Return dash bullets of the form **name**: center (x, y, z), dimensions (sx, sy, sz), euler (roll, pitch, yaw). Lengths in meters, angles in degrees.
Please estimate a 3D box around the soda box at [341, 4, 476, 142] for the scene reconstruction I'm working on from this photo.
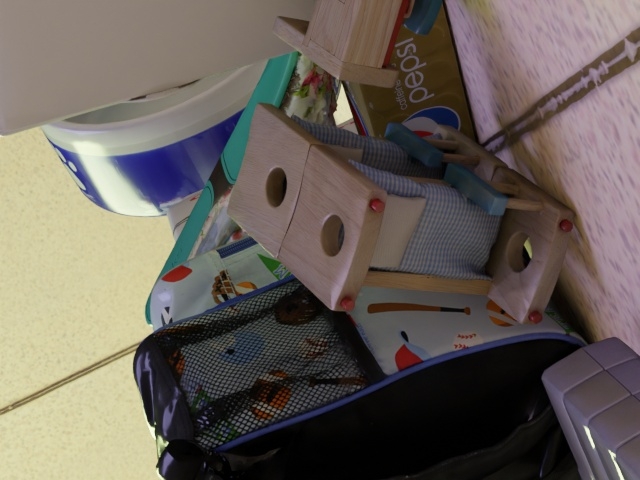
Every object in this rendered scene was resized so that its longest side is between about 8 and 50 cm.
- **soda box**: center (0.045, -0.100, 1.047), dimensions (0.181, 0.061, 0.058), euler (69, 175, -52)

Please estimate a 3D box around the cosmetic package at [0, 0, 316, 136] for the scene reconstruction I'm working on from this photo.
- **cosmetic package**: center (-0.129, -0.260, 0.916), dimensions (0.155, 0.196, 0.366), euler (-120, 18, -51)

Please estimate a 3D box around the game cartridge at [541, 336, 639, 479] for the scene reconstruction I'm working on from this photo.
- **game cartridge**: center (0.218, 0.230, 0.832), dimensions (0.230, 0.068, 0.355), euler (-112, -2, -72)

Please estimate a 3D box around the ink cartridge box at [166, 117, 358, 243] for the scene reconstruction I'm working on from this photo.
- **ink cartridge box**: center (0.000, 0.000, 1.330), dimensions (0.273, 0.197, 0.114), euler (-128, 13, -78)

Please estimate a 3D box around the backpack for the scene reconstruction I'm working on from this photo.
- **backpack**: center (0.032, 0.106, 1.071), dimensions (0.276, 0.263, 0.213), euler (81, 172, -55)

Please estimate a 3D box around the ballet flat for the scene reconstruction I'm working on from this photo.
- **ballet flat**: center (-0.034, -0.027, 1.124), dimensions (0.077, 0.241, 0.091), euler (19, -150, -18)

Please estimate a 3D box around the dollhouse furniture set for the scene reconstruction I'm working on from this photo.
- **dollhouse furniture set**: center (0.056, -0.068, 0.901), dimensions (0.129, 0.129, 0.184), euler (41, 121, 52)

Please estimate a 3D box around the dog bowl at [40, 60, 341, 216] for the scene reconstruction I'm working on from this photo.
- **dog bowl**: center (-0.118, -0.145, 1.555), dimensions (0.104, 0.264, 0.265), euler (64, 178, -37)
